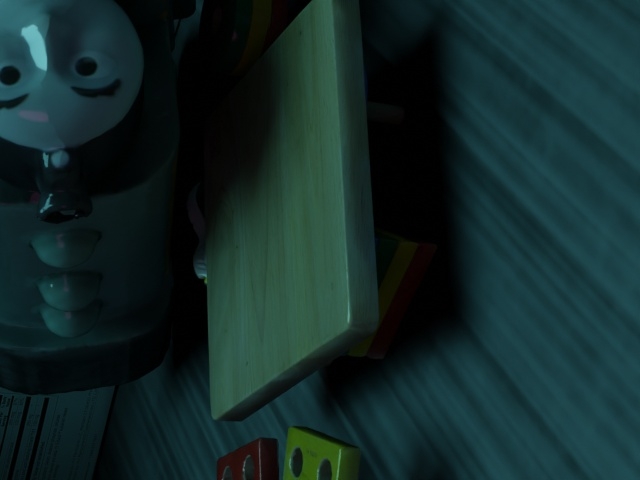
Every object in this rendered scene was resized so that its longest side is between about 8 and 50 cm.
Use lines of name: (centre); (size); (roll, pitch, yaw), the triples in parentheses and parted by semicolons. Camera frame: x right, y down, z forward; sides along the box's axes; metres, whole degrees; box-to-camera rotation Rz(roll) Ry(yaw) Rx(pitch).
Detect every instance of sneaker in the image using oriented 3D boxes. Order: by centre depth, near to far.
sneaker: (-0.038, -0.007, 0.763); (0.035, 0.031, 0.083); (-38, 33, 18)

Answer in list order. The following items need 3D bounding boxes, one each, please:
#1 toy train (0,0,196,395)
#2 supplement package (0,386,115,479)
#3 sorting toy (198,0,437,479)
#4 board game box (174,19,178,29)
toy train: (-0.119, -0.055, 0.754); (0.334, 0.142, 0.190); (111, 151, -68)
supplement package: (-0.238, 0.035, 0.982); (0.194, 0.203, 0.149); (-127, 48, -58)
sorting toy: (0.000, 0.000, 0.645); (0.132, 0.046, 0.274); (140, 132, -58)
board game box: (-0.118, -0.152, 0.878); (0.026, 0.103, 0.154); (-115, 38, -50)
